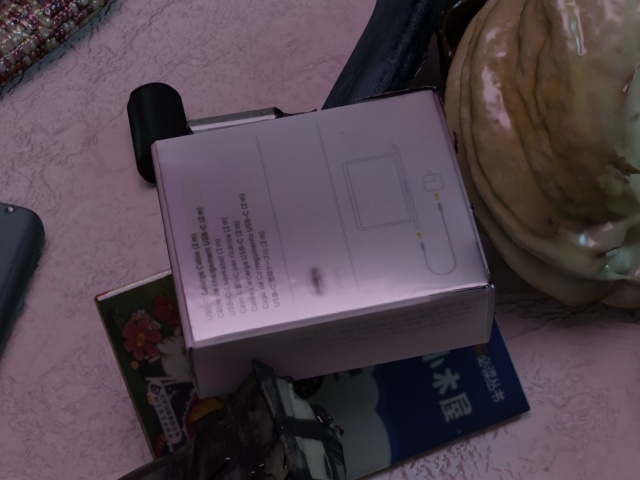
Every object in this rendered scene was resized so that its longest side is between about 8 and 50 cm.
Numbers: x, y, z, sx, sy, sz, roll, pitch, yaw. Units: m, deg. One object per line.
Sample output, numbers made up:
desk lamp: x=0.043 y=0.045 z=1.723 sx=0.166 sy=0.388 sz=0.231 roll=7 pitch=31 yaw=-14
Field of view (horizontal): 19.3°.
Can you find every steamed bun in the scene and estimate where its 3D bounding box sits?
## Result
steamed bun: x=0.244 y=-0.140 z=1.662 sx=0.230 sy=0.372 sz=0.325 roll=23 pitch=36 yaw=33

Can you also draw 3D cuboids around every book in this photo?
book: x=-0.006 y=0.097 z=1.617 sx=0.322 sy=0.018 sz=0.228 roll=-21 pitch=89 yaw=-7

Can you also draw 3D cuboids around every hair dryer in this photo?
hair dryer: x=-0.091 y=-0.116 z=1.885 sx=0.198 sy=0.057 sz=0.100 roll=-6 pitch=49 yaw=-7

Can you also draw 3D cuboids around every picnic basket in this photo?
picnic basket: x=0.181 y=-0.209 z=1.824 sx=0.138 sy=0.178 sz=0.128 roll=-17 pitch=50 yaw=-5

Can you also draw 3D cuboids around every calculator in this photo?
calculator: x=-0.351 y=0.049 z=1.784 sx=0.141 sy=0.045 sz=0.246 roll=4 pitch=51 yaw=13

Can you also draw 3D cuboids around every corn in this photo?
corn: x=-0.309 y=-0.228 z=1.988 sx=0.079 sy=0.079 sz=0.237 roll=33 pitch=63 yaw=31

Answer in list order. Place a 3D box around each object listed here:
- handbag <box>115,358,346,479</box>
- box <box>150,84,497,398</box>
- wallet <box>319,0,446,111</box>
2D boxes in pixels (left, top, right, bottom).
handbag: x=-0.111 y=0.289 z=1.439 sx=0.325 sy=0.162 sz=0.327 roll=-24 pitch=45 yaw=12
box: x=0.000 y=0.000 z=1.546 sx=0.252 sy=0.106 sz=0.203 roll=-11 pitch=59 yaw=-5
wallet: x=0.046 y=-0.152 z=1.804 sx=0.046 sy=0.191 sz=0.379 roll=33 pitch=60 yaw=-12
